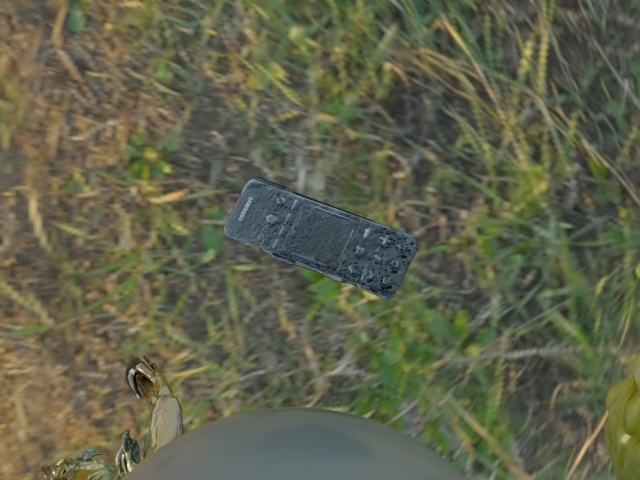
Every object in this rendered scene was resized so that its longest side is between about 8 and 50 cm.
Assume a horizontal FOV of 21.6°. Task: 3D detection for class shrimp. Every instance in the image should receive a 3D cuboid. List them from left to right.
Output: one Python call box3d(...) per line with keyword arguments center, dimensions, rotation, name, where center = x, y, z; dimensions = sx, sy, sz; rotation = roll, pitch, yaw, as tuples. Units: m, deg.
box3d(center=(-0.144, 0.137, 1.144), dimensions=(0.034, 0.178, 0.124), rotation=(12, 88, -33), name="shrimp")

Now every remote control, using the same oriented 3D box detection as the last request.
box3d(center=(0.000, 0.000, 0.847), dimensions=(0.096, 0.014, 0.039), rotation=(20, 66, 14), name="remote control")

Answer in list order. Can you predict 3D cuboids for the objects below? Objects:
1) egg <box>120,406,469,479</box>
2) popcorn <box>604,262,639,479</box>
box3d(center=(-0.005, 0.127, 0.517), dimensions=(0.146, 0.199, 0.146), rotation=(-5, 69, 13), name="egg")
box3d(center=(0.142, 0.053, 0.535), dimensions=(0.096, 0.109, 0.089), rotation=(-9, 117, -19), name="popcorn")
